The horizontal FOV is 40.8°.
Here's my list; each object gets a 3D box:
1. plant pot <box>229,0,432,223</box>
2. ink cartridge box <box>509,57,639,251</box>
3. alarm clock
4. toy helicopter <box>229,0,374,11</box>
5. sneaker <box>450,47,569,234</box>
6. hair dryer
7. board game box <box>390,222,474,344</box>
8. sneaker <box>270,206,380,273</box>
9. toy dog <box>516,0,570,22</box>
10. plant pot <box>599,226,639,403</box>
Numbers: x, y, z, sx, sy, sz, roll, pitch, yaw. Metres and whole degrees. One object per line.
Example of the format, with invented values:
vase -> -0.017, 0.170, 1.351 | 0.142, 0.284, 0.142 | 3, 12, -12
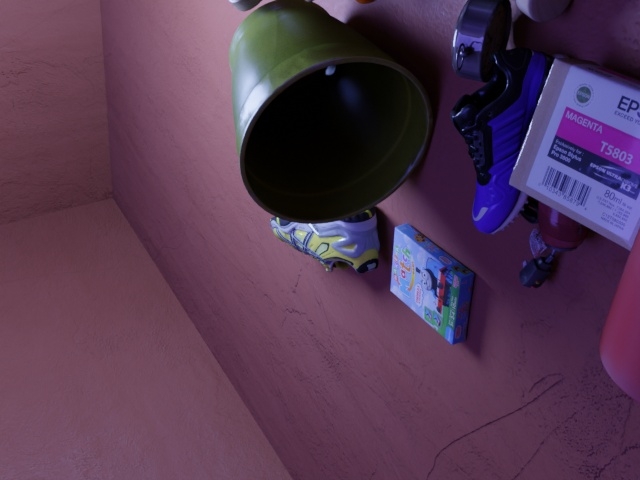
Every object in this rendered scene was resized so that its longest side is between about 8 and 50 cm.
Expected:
plant pot -> -0.024, -0.284, 1.665 | 0.353, 0.366, 0.366 | -116, 26, -42
ink cartridge box -> 0.388, -0.114, 1.138 | 0.235, 0.088, 0.193 | 36, 120, 41
alarm clock -> 0.235, -0.302, 1.301 | 0.064, 0.192, 0.129 | 16, 125, 20
toy helicopter -> -0.029, -0.532, 1.613 | 0.355, 0.140, 0.235 | -14, 54, 32
sneaker -> 0.257, -0.155, 1.303 | 0.102, 0.146, 0.293 | -112, 35, -63
hair dryer -> 0.335, -0.074, 1.349 | 0.223, 0.080, 0.293 | 64, 149, 23
board game box -> 0.217, 0.084, 1.711 | 0.211, 0.039, 0.160 | 42, 141, 47
sneaker -> 0.000, 0.000, 1.963 | 0.385, 0.145, 0.147 | 5, 109, 63
toy dog -> 0.264, -0.463, 1.170 | 0.220, 0.161, 0.333 | 29, 130, 54
plant pot -> 0.465, 0.043, 0.959 | 0.275, 0.275, 0.243 | 37, 135, 50
